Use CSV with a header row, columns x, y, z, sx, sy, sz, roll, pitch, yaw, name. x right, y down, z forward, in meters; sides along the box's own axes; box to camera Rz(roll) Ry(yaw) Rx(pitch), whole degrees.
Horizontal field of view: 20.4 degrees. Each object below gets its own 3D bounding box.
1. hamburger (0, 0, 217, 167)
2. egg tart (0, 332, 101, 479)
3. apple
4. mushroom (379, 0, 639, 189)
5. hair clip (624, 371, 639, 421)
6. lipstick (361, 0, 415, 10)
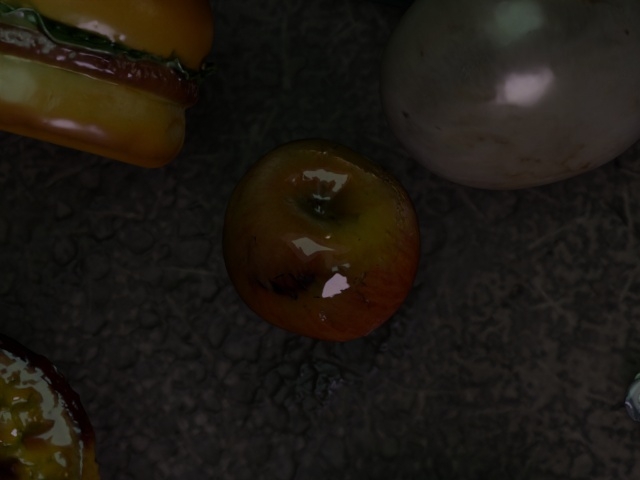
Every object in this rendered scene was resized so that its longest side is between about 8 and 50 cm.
x,y,z,sx,sy,sz,roll,pitch,yaw,name
-0.184,-0.154,1.223,0.246,0.246,0.170,17,95,7,hamburger
-0.247,0.166,1.210,0.215,0.171,0.215,-1,81,3,egg tart
0.000,0.000,1.239,0.146,0.146,0.147,-1,81,4,apple
0.147,-0.139,1.219,0.206,0.206,0.209,10,71,6,mushroom
0.281,0.126,1.238,0.116,0.049,0.172,-24,82,5,hair clip
-0.056,-0.237,1.308,0.289,0.076,0.077,13,80,4,lipstick
